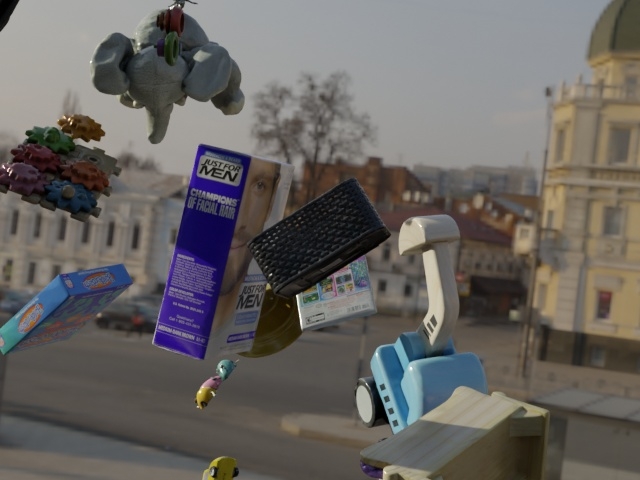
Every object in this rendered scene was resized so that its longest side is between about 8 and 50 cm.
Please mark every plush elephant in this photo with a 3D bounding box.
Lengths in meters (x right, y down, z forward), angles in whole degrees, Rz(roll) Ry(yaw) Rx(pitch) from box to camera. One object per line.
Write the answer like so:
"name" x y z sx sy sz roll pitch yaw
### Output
"plush elephant" -0.296 -0.313 1.876 0.272 0.255 0.330 10 -43 3

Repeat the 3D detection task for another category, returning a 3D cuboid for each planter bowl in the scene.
"planter bowl" -0.136 0.168 2.317 0.217 0.217 0.090 8 31 -35

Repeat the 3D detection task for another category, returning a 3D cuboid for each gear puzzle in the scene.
"gear puzzle" -0.425 -0.147 1.672 0.175 0.044 0.339 21 27 -9

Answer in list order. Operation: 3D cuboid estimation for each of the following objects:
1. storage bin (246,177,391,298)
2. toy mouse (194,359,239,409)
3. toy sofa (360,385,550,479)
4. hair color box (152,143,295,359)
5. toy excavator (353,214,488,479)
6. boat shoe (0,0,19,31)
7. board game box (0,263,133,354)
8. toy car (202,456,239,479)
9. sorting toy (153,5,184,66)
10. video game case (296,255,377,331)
"storage bin" 0.000 0.000 1.393 0.180 0.084 0.122 -32 -12 4
"toy mouse" -0.212 0.283 1.989 0.031 0.143 0.161 38 -38 -1
"toy sofa" 0.228 0.389 1.661 0.177 0.150 0.362 13 21 37
"hair color box" -0.158 0.020 1.642 0.110 0.338 0.185 14 4 21
"toy excavator" 0.230 0.228 1.972 0.222 0.433 0.445 -4 -35 -21
"boat shoe" -0.488 -0.500 1.515 0.187 0.500 0.156 19 26 -37
"board game box" -0.460 0.123 1.756 0.210 0.047 0.160 -38 -13 29
"toy car" -0.217 0.582 2.030 0.053 0.239 0.225 18 -27 52
"sorting toy" -0.230 -0.302 1.458 0.042 0.102 0.061 6 -32 4
"video game case" 0.029 0.108 2.017 0.157 0.143 0.019 -16 -38 8
